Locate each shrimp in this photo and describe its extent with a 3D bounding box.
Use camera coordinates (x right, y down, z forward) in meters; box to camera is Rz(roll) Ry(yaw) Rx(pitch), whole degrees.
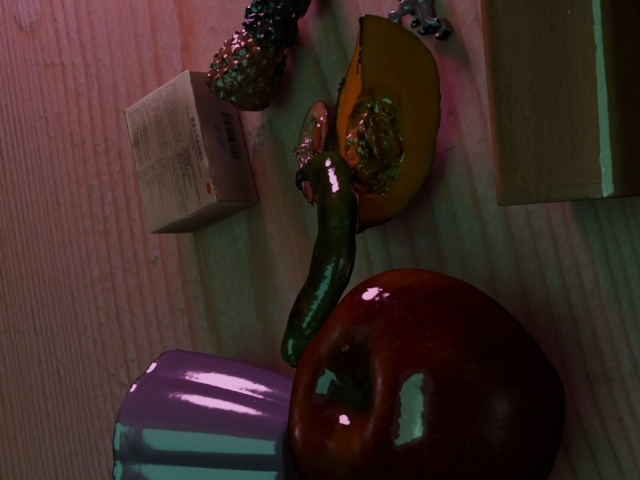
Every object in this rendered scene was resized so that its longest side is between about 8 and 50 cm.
[{"bbox_3d":[-0.003,-0.122,1.250,0.095,0.045,0.162,-42,39,43],"label":"shrimp"}]

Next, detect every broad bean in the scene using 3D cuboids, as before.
[{"bbox_3d":[0.000,0.000,1.098,0.144,0.049,0.292,-46,34,47],"label":"broad bean"}]

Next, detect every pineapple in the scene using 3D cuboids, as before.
[{"bbox_3d":[-0.071,-0.302,1.302,0.119,0.111,0.237,28,105,5],"label":"pineapple"}]

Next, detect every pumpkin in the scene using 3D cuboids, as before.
[{"bbox_3d":[0.074,-0.153,1.176,0.163,0.111,0.278,-134,41,-66],"label":"pumpkin"}]

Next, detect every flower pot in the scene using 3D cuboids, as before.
[{"bbox_3d":[-0.112,0.282,1.255,0.243,0.265,0.265,-4,88,30],"label":"flower pot"}]

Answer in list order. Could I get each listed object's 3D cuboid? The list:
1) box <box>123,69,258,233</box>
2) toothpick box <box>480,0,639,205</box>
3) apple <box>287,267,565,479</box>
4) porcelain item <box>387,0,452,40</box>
[{"bbox_3d":[-0.201,-0.133,1.415,0.168,0.095,0.212,-22,77,40],"label":"box"},{"bbox_3d":[0.268,-0.195,0.959,0.190,0.187,0.308,-4,92,40],"label":"toothpick box"},{"bbox_3d":[0.116,0.184,0.996,0.288,0.317,0.288,-16,65,36],"label":"apple"},{"bbox_3d":[0.114,-0.303,1.188,0.075,0.021,0.136,-35,68,35],"label":"porcelain item"}]
